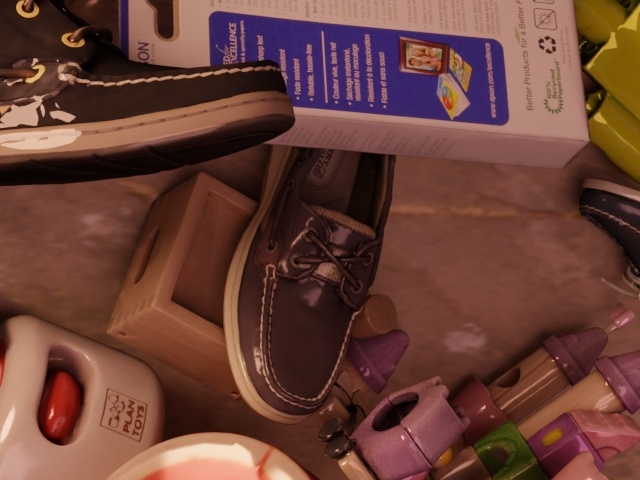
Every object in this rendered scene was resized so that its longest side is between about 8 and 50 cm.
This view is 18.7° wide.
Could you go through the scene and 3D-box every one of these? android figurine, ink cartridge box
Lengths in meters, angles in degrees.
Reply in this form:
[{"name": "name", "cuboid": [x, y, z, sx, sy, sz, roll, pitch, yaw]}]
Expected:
[{"name": "android figurine", "cuboid": [0.325, -0.159, 1.634, 0.273, 0.056, 0.248, 41, 95, -21]}, {"name": "ink cartridge box", "cuboid": [0.022, -0.158, 1.496, 0.370, 0.069, 0.176, 5, 66, -18]}]

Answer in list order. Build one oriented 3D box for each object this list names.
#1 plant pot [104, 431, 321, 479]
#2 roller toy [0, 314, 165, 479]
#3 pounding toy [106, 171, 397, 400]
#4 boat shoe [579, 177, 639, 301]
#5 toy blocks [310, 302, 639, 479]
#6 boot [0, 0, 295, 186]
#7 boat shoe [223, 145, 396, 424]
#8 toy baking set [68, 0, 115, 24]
[{"name": "plant pot", "cuboid": [-0.058, 0.279, 1.417, 0.275, 0.275, 0.243, -28, 145, -4]}, {"name": "roller toy", "cuboid": [-0.212, 0.168, 1.527, 0.146, 0.209, 0.191, 24, 95, -21]}, {"name": "pounding toy", "cuboid": [-0.045, 0.035, 1.578, 0.206, 0.094, 0.181, 30, 59, -22]}, {"name": "boat shoe", "cuboid": [0.310, 0.030, 1.678, 0.254, 0.095, 0.079, 32, 87, -31]}, {"name": "toy blocks", "cuboid": [0.172, 0.159, 1.583, 0.260, 0.288, 0.309, -35, 111, 3]}, {"name": "boot", "cuboid": [-0.209, -0.182, 1.344, 0.377, 0.138, 0.284, -4, 86, 18]}, {"name": "boat shoe", "cuboid": [0.000, 0.000, 1.502, 0.103, 0.092, 0.285, 26, 60, -23]}, {"name": "toy baking set", "cuboid": [-0.228, -0.226, 1.477, 0.196, 0.030, 0.256, -17, 105, -3]}]
